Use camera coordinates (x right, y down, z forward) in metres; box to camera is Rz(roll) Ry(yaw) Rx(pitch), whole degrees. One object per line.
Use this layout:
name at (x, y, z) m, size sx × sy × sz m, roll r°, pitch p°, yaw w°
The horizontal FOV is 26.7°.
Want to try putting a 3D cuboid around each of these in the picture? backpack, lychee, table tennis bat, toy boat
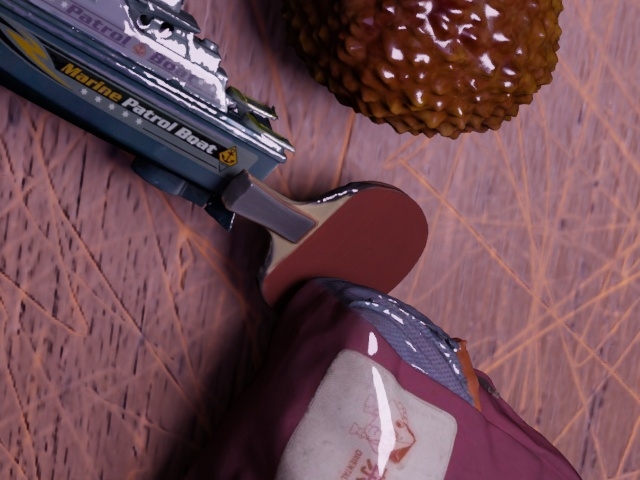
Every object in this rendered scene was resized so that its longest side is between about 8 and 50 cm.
backpack at (0.053, 0.207, 1.002) m, size 0.317 × 0.197 × 0.283 m, roll 32°, pitch 94°, yaw -29°
lychee at (0.061, -0.168, 0.910) m, size 0.238 × 0.200 × 0.200 m, roll 14°, pitch 100°, yaw -39°
table tennis bat at (0.000, 0.000, 0.965) m, size 0.130 × 0.019 × 0.220 m, roll -44°, pitch 145°, yaw 11°
toy boat at (-0.151, -0.133, 0.901) m, size 0.296 × 0.114 × 0.122 m, roll 32°, pitch 100°, yaw -21°
